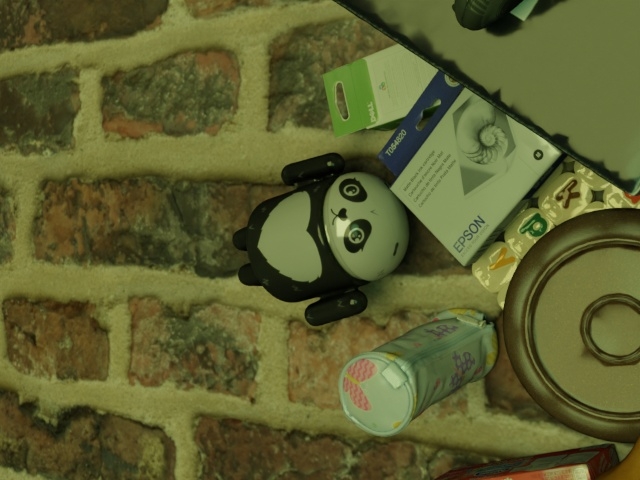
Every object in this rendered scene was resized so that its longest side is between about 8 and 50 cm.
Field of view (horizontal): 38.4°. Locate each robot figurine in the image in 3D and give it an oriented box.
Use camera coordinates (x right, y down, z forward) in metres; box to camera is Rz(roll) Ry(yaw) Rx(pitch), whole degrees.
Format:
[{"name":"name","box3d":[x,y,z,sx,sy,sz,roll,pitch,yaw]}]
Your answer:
[{"name":"robot figurine","box3d":[-0.002,-0.002,1.395,0.278,0.173,0.209,-16,116,33]}]

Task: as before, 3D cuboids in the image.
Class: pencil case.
[{"name":"pencil case","box3d":[0.141,0.173,1.256,0.124,0.273,0.113,-32,81,37]}]

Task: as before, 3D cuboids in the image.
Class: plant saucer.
[{"name":"plant saucer","box3d":[0.386,0.113,1.190,0.311,0.050,0.310,1,92,24]}]

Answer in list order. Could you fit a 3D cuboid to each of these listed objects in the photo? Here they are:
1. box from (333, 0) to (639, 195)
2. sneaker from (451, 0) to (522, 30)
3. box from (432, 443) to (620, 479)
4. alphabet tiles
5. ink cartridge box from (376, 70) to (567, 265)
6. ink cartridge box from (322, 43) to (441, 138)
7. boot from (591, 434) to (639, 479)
[{"name":"box","box3d":[0.260,-0.305,1.006,0.480,0.472,0.297,38,112,19]},{"name":"sneaker","box3d":[0.209,-0.240,0.730,0.234,0.078,0.106,-43,74,23]},{"name":"box","box3d":[0.278,0.365,1.253,0.257,0.128,0.122,-19,81,32]},{"name":"alphabet tiles","box3d":[0.317,-0.033,1.278,0.284,0.021,0.278,50,117,21]},{"name":"ink cartridge box","box3d":[0.194,-0.118,1.267,0.224,0.045,0.223,48,125,20]},{"name":"ink cartridge box","box3d":[0.113,-0.229,1.380,0.209,0.062,0.108,-15,83,33]},{"name":"boot","box3d":[0.408,0.211,1.082,0.104,0.295,0.211,-140,39,-67]}]
